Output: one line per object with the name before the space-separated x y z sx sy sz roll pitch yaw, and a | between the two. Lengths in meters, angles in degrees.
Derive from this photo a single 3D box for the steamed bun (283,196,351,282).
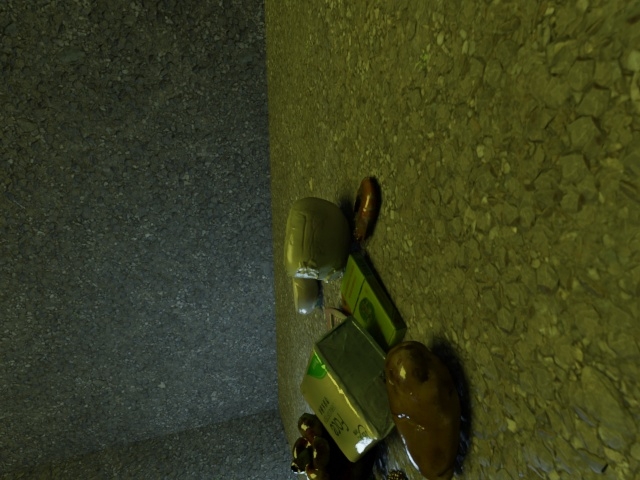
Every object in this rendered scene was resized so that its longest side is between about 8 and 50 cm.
steamed bun | 0.000 0.000 1.549 0.334 0.233 0.312 -16 -67 -84

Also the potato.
potato | 0.259 0.423 1.039 0.195 0.176 0.369 -4 103 31

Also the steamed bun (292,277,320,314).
steamed bun | -0.072 0.256 2.098 0.177 0.131 0.228 -146 49 -82

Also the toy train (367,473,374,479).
toy train | 0.148 0.918 1.711 0.159 0.101 0.248 -60 40 43

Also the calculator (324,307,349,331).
calculator | 0.091 0.375 1.699 0.294 0.043 0.194 -169 73 -69

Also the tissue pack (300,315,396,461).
tissue pack | 0.102 0.492 1.351 0.332 0.205 0.405 48 152 24

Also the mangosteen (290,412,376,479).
mangosteen | 0.053 0.773 1.567 0.330 0.330 0.330 173 90 -74

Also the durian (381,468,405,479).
durian | 0.241 0.849 1.355 0.148 0.091 0.188 103 153 -49

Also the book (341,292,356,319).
book | 0.144 0.323 1.591 0.295 0.020 0.208 -162 66 -72

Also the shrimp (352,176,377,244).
shrimp | 0.138 -0.094 1.375 0.150 0.068 0.248 -99 16 -57

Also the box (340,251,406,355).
box | 0.163 0.219 1.387 0.335 0.047 0.187 -118 30 -42
